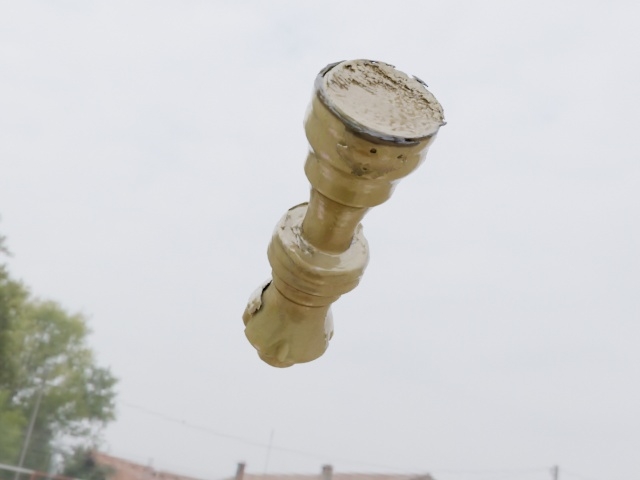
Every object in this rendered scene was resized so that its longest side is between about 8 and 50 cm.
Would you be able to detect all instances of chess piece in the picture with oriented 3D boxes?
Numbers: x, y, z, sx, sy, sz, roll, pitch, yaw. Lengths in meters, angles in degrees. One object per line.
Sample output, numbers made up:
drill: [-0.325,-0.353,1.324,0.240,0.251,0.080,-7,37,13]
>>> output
chess piece: [0.001,0.000,0.408,0.060,0.060,0.172,14,-49,-10]
